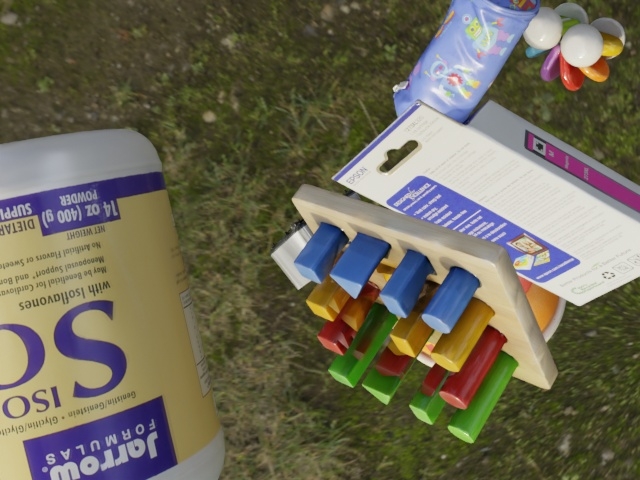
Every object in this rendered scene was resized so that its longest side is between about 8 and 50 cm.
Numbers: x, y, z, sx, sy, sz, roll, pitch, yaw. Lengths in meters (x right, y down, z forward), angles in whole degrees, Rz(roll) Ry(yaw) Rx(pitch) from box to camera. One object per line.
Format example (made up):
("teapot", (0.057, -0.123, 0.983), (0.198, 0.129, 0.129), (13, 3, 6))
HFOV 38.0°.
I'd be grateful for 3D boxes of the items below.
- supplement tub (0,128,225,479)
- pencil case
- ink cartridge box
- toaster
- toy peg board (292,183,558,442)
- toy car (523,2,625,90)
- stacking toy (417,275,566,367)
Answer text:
("supplement tub", (-0.207, 0.099, 0.697), (0.241, 0.241, 0.331), (-11, 95, 21))
("pencil case", (0.223, -0.295, 1.491), (0.133, 0.119, 0.306), (25, 134, -7))
("ink cartridge box", (0.215, -0.048, 1.050), (0.176, 0.371, 0.069), (-40, 32, 51))
("toaster", (0.000, 0.000, 1.852), (0.110, 0.186, 0.168), (54, 146, 3))
("toy peg board", (0.056, 0.057, 0.627), (0.161, 0.160, 0.079), (19, 66, 37))
("toy car", (0.450, -0.346, 1.684), (0.182, 0.159, 0.136), (33, 125, 28))
("stacking toy", (0.247, -0.007, 1.683), (0.351, 0.480, 0.350), (-11, 50, 14))
